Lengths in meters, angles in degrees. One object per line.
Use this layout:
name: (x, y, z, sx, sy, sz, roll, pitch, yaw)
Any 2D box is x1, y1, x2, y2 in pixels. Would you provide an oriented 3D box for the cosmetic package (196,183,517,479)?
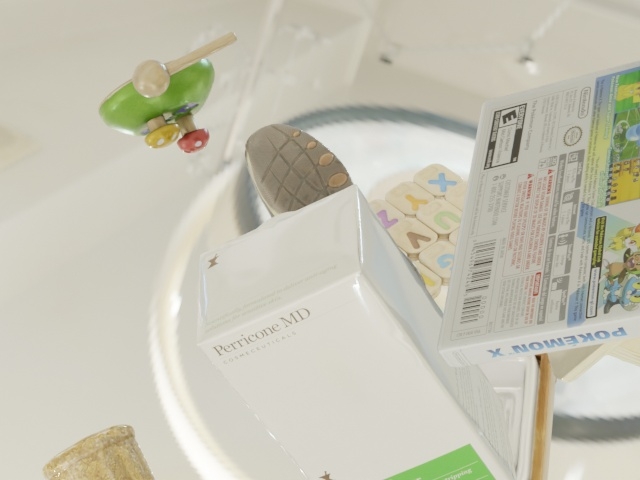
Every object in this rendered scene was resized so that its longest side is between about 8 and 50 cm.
cosmetic package: (0.043, 0.142, 1.569, 0.365, 0.197, 0.155, 52, -159, -34)

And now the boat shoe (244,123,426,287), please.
boat shoe: (0.000, 0.000, 2.012, 0.132, 0.130, 0.355, -22, -113, -29)

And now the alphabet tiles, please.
alphabet tiles: (0.195, -0.013, 2.095, 0.284, 0.021, 0.278, -32, -132, -24)

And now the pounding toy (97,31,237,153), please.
pounding toy: (-0.212, -0.188, 2.145, 0.183, 0.110, 0.237, -22, 172, -29)

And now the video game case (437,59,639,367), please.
video game case: (0.269, -0.041, 1.381, 0.300, 0.329, 0.036, -13, 134, 31)

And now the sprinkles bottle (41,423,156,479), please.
sprinkles bottle: (-0.194, 0.393, 1.702, 0.355, 0.121, 0.121, 62, -156, 11)

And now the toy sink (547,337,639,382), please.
toy sink: (0.357, 0.049, 1.568, 0.131, 0.234, 0.152, 22, -141, -29)

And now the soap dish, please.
soap dish: (0.218, 0.277, 2.219, 0.291, 0.229, 0.118, -4, 160, 34)
